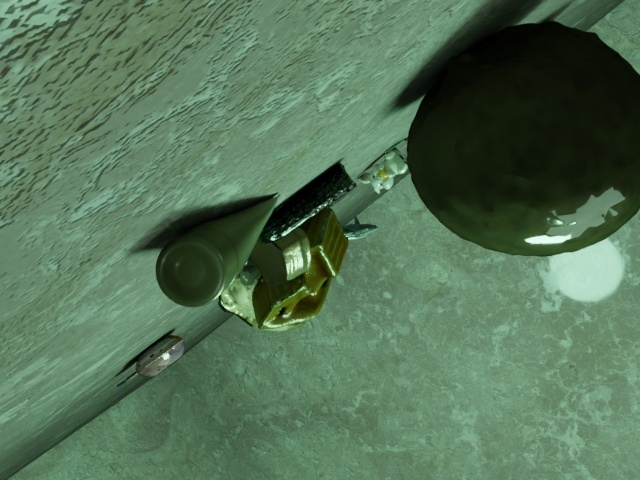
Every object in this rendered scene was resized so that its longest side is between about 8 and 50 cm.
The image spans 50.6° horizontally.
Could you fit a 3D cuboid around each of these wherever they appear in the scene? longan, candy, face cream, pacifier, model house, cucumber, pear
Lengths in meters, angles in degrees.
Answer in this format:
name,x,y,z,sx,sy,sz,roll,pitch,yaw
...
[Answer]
name,x,y,z,sx,sy,sz,roll,pitch,yaw
longan,0.338,-0.162,1.093,0.391,0.391,0.391,-38,177,-2
candy,0.203,-0.237,1.586,0.123,0.035,0.035,-28,-170,3
face cream,-0.126,0.006,0.910,0.137,0.084,0.341,-48,-178,11
pacifier,-0.172,0.064,1.586,0.064,0.068,0.083,23,105,-48
model house,-0.030,0.062,1.541,0.239,0.173,0.268,-56,-168,46
cucumber,-0.032,-0.062,1.211,0.214,0.052,0.058,-35,-155,-11
pear,-0.131,0.124,1.856,0.267,0.267,0.178,-41,-160,50

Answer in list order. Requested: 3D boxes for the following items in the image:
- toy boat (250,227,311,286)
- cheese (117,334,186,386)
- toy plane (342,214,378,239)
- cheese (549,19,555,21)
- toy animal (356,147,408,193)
name,x,y,z,sx,sy,sz,roll,pitch,yaw
toy boat,-0.080,0.026,1.357,0.061,0.116,0.188,-29,176,-25
cheese,-0.489,0.354,1.974,0.286,0.074,0.189,-35,179,32
toy plane,0.034,-0.028,1.878,0.267,0.088,0.212,-17,171,-20
cheese,0.411,-0.350,1.526,0.384,0.104,0.384,-38,177,-2
toy animal,0.155,-0.166,1.651,0.124,0.071,0.085,-47,-167,18
